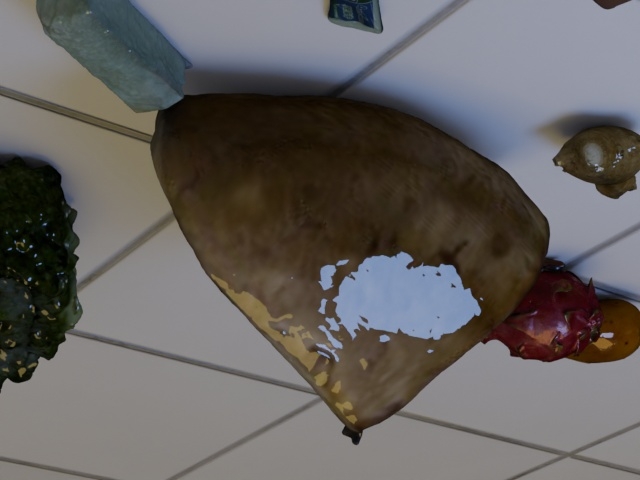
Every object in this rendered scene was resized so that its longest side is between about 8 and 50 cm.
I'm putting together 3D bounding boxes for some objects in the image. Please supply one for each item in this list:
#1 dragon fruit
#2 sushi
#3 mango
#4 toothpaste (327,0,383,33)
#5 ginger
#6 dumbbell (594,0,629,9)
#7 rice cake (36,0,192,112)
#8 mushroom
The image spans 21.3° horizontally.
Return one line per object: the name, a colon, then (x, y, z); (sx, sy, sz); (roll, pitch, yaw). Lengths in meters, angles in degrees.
dragon fruit: (0.282, 0.093, 2.184); (0.166, 0.133, 0.136); (-13, 109, 17)
sushi: (-0.424, 0.039, 1.964); (0.294, 0.178, 0.352); (1, 149, -12)
mango: (0.353, 0.125, 2.271); (0.159, 0.084, 0.105); (-10, 178, 16)
toothpaste: (0.033, -0.252, 1.589); (0.057, 0.035, 0.197); (12, 155, 7)
ginger: (0.328, -0.089, 1.895); (0.096, 0.067, 0.165); (-17, 162, 26)
dumbbell: (0.216, -0.286, 1.482); (0.082, 0.092, 0.231); (-44, 137, 15)
rice cake: (-0.200, -0.192, 1.655); (0.069, 0.063, 0.206); (-11, 151, 21)
mushroom: (0.023, -0.035, 1.778); (0.313, 0.224, 0.397); (-37, 121, 10)
